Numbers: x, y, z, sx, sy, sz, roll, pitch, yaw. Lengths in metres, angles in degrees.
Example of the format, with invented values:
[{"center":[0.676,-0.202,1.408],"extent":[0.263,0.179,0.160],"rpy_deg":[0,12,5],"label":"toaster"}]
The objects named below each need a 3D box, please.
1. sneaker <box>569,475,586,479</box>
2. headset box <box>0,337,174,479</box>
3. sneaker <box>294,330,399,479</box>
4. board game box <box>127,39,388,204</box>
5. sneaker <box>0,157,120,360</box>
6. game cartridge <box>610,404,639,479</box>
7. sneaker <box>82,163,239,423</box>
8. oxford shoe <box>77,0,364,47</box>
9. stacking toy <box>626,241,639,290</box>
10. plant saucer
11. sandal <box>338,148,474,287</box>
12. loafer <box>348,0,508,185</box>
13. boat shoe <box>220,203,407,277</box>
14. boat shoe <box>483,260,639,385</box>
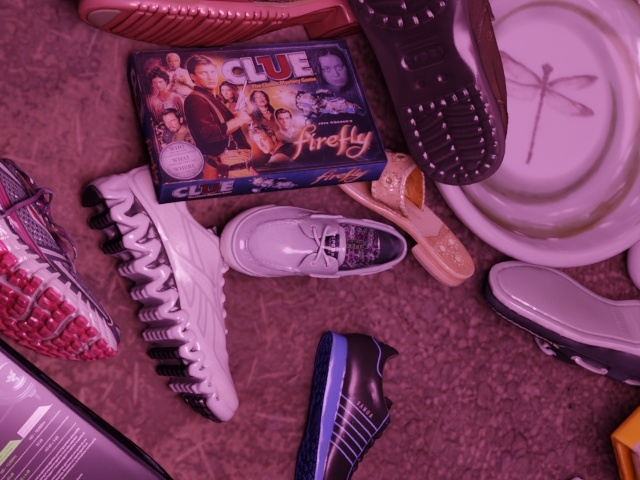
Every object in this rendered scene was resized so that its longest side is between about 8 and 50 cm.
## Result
[{"center":[0.266,0.366,1.384],"extent":[0.083,0.071,0.190],"rpy_deg":[40,77,-14],"label":"sneaker"},{"center":[-0.298,0.174,1.037],"extent":[0.283,0.246,0.131],"rpy_deg":[43,77,-18],"label":"headset box"},{"center":[0.031,0.221,1.267],"extent":[0.090,0.081,0.232],"rpy_deg":[11,87,-16],"label":"sneaker"},{"center":[-0.067,-0.130,1.183],"extent":[0.243,0.042,0.165],"rpy_deg":[-8,63,-20],"label":"board game box"},{"center":[-0.294,0.003,1.106],"extent":[0.299,0.121,0.112],"rpy_deg":[54,42,-24],"label":"sneaker"},{"center":[0.504,0.219,1.422],"extent":[0.324,0.053,0.285],"rpy_deg":[-42,137,-17],"label":"game cartridge"},{"center":[-0.139,0.053,1.180],"extent":[0.118,0.110,0.292],"rpy_deg":[-28,103,-29],"label":"sneaker"},{"center":[-0.071,-0.287,1.179],"extent":[0.397,0.140,0.146],"rpy_deg":[-9,93,-33],"label":"oxford shoe"},{"center":[0.594,-0.085,1.414],"extent":[0.480,0.350,0.350],"rpy_deg":[-40,107,1],"label":"stacking toy"},{"center":[0.273,-0.169,1.342],"extent":[0.400,0.100,0.400],"rpy_deg":[-1,92,-23],"label":"plant saucer"},{"center":[0.098,-0.059,1.245],"extent":[0.240,0.079,0.088],"rpy_deg":[46,36,1],"label":"sandal"},{"center":[0.109,-0.242,1.156],"extent":[0.130,0.134,0.366],"rpy_deg":[-50,129,-61],"label":"loafer"},{"center":[0.000,0.001,1.216],"extent":[0.227,0.081,0.079],"rpy_deg":[1,91,-40],"label":"boat shoe"},{"center":[0.319,0.113,1.374],"extent":[0.302,0.091,0.114],"rpy_deg":[21,41,-18],"label":"boat shoe"}]
